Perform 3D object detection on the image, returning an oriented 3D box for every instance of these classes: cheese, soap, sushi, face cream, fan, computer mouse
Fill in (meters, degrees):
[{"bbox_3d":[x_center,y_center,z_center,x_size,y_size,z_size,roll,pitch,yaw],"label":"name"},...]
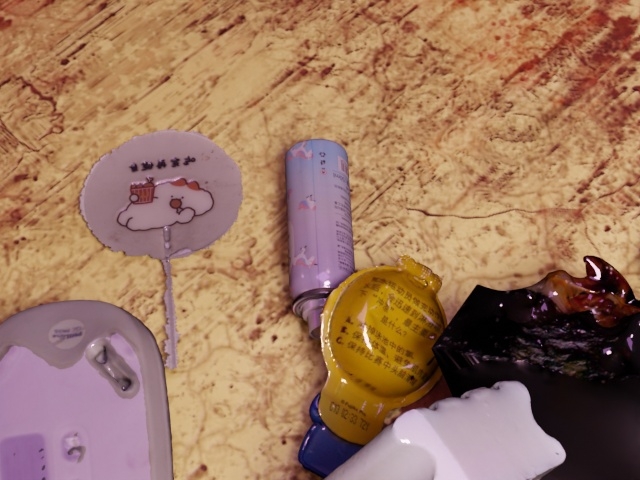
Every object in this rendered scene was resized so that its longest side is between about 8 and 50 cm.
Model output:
[{"bbox_3d":[0.052,0.132,1.360,0.156,0.064,0.250,33,71,-18],"label":"cheese"},{"bbox_3d":[0.067,0.247,1.205,0.173,0.289,0.095,-8,62,-46],"label":"soap"},{"bbox_3d":[0.280,0.135,1.288,0.227,0.215,0.212,4,40,41],"label":"sushi"},{"bbox_3d":[0.000,0.000,1.447,0.075,0.075,0.229,-3,58,0],"label":"face cream"},{"bbox_3d":[-0.175,0.004,1.486,0.190,0.009,0.329,-7,56,-4],"label":"fan"},{"bbox_3d":[-0.246,0.215,1.318,0.197,0.095,0.331,-7,68,-1],"label":"computer mouse"}]
